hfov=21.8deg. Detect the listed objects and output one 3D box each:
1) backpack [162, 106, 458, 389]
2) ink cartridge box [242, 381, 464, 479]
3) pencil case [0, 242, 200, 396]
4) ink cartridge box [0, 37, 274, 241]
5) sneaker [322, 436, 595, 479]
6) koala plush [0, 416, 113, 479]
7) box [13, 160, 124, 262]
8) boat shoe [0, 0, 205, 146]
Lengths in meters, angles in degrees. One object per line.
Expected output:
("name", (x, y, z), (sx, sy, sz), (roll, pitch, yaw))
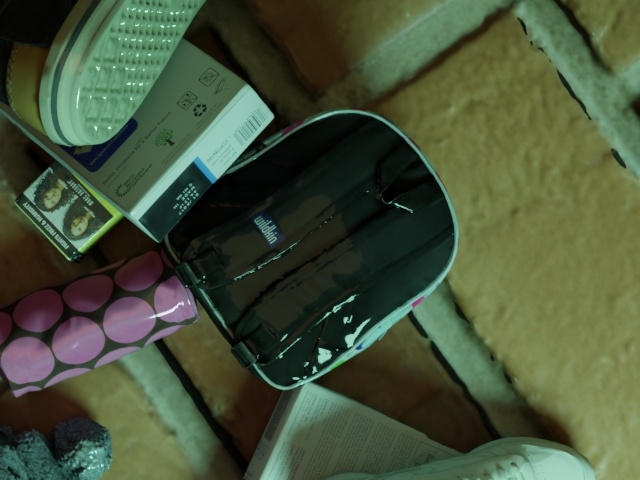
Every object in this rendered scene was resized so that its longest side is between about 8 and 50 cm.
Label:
("backpack", (0.000, 0.000, 1.597), (0.253, 0.191, 0.225), (-36, 89, 0))
("ink cartridge box", (0.034, 0.260, 1.670), (0.224, 0.056, 0.181), (26, 87, -20))
("pencil case", (-0.228, 0.073, 1.640), (0.209, 0.095, 0.098), (-20, 48, -5))
("ink cartridge box", (-0.208, -0.145, 1.603), (0.165, 0.065, 0.332), (-48, 52, -5))
("sneaker", (0.138, 0.266, 1.598), (0.305, 0.152, 0.114), (-10, 92, -18))
("koala plush", (-0.316, 0.252, 1.560), (0.196, 0.221, 0.203), (18, 87, -2))
("box", (-0.191, -0.087, 1.659), (0.232, 0.058, 0.087), (-43, 88, -3))
("boat shoe", (-0.165, -0.290, 1.536), (0.156, 0.187, 0.500), (17, 54, 18))
